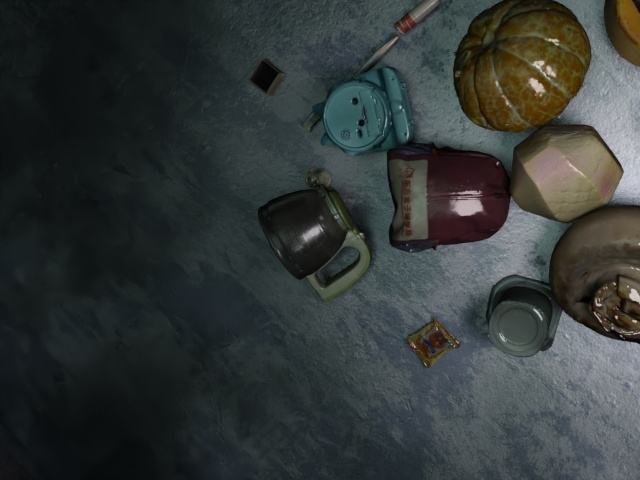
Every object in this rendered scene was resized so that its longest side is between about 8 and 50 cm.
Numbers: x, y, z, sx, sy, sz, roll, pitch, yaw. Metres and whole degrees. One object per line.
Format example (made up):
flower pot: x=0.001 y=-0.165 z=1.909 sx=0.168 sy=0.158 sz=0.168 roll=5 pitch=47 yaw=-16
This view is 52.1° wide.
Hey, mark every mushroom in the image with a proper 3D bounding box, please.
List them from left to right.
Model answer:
mushroom: x=0.707 y=0.099 z=1.498 sx=0.362 sy=0.294 sz=0.362 roll=17 pitch=135 yaw=18

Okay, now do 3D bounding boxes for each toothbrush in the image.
toothbrush: x=0.082 y=-0.444 z=1.850 sx=0.375 sy=0.028 sz=0.037 roll=-42 pitch=87 yaw=22

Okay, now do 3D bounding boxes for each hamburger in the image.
hamburger: x=0.795 y=-0.529 z=1.468 sx=0.300 sy=0.176 sz=0.300 roll=4 pitch=100 yaw=21

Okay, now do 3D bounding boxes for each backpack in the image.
backpack: x=0.332 y=-0.116 z=1.705 sx=0.317 sy=0.197 sz=0.283 roll=-2 pitch=96 yaw=12

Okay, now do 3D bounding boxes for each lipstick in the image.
lipstick: x=0.259 y=-0.605 z=1.750 sx=0.131 sy=0.038 sz=0.038 roll=-35 pitch=83 yaw=22

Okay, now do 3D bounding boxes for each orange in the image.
orange: x=0.464 y=-0.415 z=1.549 sx=0.329 sy=0.249 sz=0.329 roll=-34 pitch=45 yaw=43

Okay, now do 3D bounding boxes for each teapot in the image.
teapot: x=-0.011 y=-0.181 z=1.893 sx=0.057 sy=0.083 sz=0.067 roll=-25 pitch=90 yaw=28
teapot: x=-0.007 y=-0.005 z=1.839 sx=0.239 sy=0.239 sz=0.321 roll=-29 pitch=80 yaw=10

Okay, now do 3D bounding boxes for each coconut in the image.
coconut: x=0.573 y=-0.160 z=1.571 sx=0.259 sy=0.259 sz=0.259 roll=3 pitch=98 yaw=22

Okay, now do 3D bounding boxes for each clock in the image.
clock: x=0.110 y=-0.341 z=1.802 sx=0.274 sy=0.094 sz=0.223 roll=-12 pitch=100 yaw=20

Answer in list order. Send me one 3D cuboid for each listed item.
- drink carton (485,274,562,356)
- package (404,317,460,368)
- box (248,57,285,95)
drink carton: x=0.510 y=0.207 z=1.682 sx=0.191 sy=0.189 sz=0.185 roll=18 pitch=109 yaw=20
package: x=0.316 y=0.288 z=1.851 sx=0.121 sy=0.031 sz=0.108 roll=-41 pitch=81 yaw=22
box: x=-0.161 y=-0.485 z=1.938 sx=0.083 sy=0.035 sz=0.079 roll=40 pitch=110 yaw=12
